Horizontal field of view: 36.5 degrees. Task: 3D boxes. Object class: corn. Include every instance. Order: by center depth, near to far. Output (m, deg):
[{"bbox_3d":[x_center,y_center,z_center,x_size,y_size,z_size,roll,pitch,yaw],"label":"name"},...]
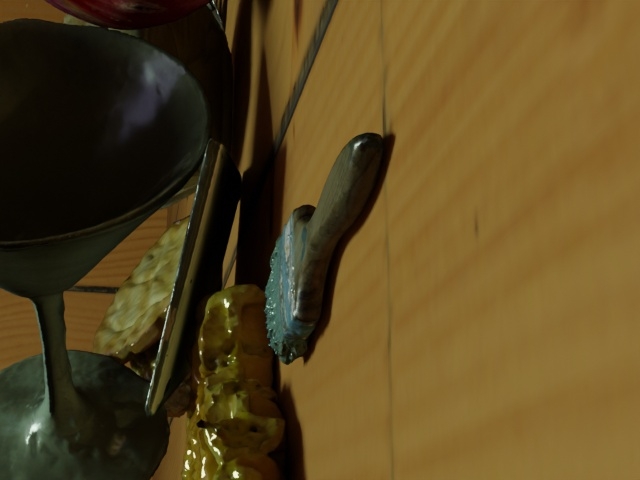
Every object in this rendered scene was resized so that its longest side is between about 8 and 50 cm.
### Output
[{"bbox_3d":[-0.178,0.122,1.150,0.291,0.101,0.101,-127,42,-68],"label":"corn"}]

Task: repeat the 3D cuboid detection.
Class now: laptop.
[{"bbox_3d":[-0.092,0.027,0.754,0.269,0.015,0.187,151,133,-88],"label":"laptop"}]

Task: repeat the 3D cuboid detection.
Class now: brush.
[{"bbox_3d":[0.000,0.000,0.451,0.196,0.021,0.070,121,152,-62],"label":"brush"}]

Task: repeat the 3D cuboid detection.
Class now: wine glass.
[{"bbox_3d":[-0.232,0.048,0.821,0.406,0.267,0.267,100,168,-45],"label":"wine glass"}]

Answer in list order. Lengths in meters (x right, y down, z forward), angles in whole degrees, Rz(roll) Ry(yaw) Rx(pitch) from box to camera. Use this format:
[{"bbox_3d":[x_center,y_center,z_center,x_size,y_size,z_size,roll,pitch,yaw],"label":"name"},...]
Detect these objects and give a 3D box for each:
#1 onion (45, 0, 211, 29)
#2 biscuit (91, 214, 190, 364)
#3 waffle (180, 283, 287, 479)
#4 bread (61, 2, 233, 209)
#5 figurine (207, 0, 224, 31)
[{"bbox_3d":[-0.161,-0.287,0.782,0.230,0.273,0.256,120,140,-51],"label":"onion"},{"bbox_3d":[-0.182,0.047,1.112,0.203,0.041,0.260,-46,19,17],"label":"biscuit"},{"bbox_3d":[-0.057,0.151,0.591,0.253,0.056,0.249,-174,89,-81],"label":"waffle"},{"bbox_3d":[-0.170,-0.152,0.956,0.192,0.110,0.209,39,-135,-58],"label":"bread"},{"bbox_3d":[-0.213,-0.252,1.313,0.308,0.143,0.308,-45,18,19],"label":"figurine"}]
